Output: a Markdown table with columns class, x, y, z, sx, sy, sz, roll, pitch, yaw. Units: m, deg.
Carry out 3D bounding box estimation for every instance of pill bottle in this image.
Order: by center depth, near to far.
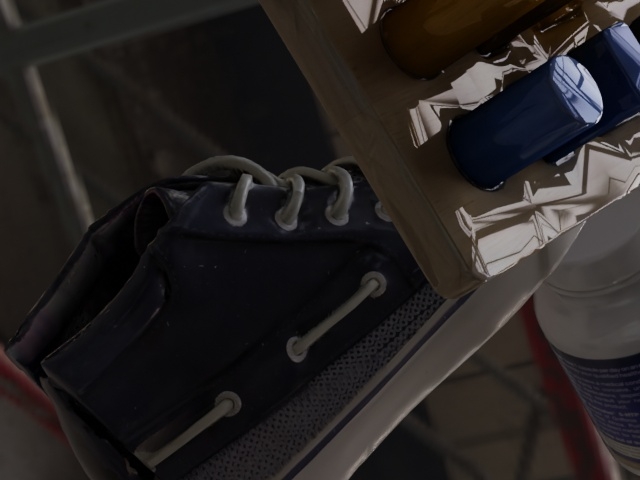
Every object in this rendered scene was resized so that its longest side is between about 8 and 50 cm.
| class | x | y | z | sx | sy | sz | roll | pitch | yaw |
| --- | --- | --- | --- | --- | --- | --- | --- | --- | --- |
| pill bottle | 0.190 | 0.046 | 1.131 | 0.187 | 0.112 | 0.112 | 57 | 28 | -37 |

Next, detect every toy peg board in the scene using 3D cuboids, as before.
| class | x | y | z | sx | sy | sz | roll | pitch | yaw |
| --- | --- | --- | --- | --- | --- | --- | --- | --- | --- |
| toy peg board | 0.061 | -0.092 | 0.525 | 0.161 | 0.079 | 0.161 | -28 | 86 | -48 |

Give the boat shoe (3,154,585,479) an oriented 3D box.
| class | x | y | z | sx | sy | sz | roll | pitch | yaw |
| --- | --- | --- | --- | --- | --- | --- | --- | --- | --- |
| boat shoe | 0.000 | 0.000 | 0.942 | 0.340 | 0.127 | 0.158 | -49 | 117 | -19 |
